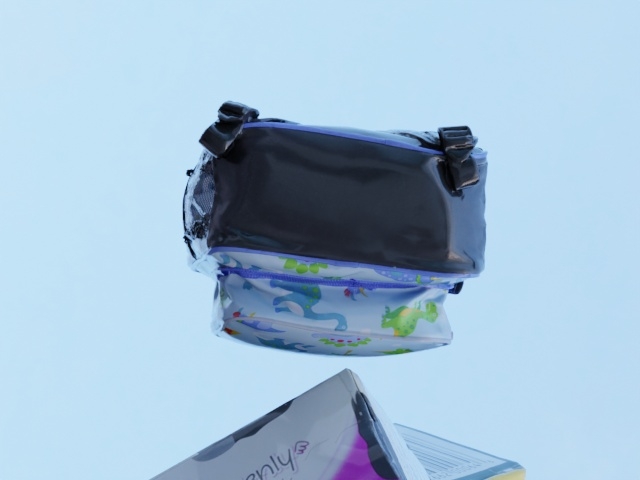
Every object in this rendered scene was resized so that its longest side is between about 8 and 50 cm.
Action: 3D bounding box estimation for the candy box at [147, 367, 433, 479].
[{"bbox_3d":[-0.006,0.163,0.658,0.159,0.233,0.071,-30,-130,4],"label":"candy box"}]

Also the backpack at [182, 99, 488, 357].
[{"bbox_3d":[0.000,0.000,0.622,0.114,0.105,0.084,171,-76,-80],"label":"backpack"}]

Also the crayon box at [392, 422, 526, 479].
[{"bbox_3d":[-0.043,0.279,0.893,0.106,0.363,0.313,15,-79,34],"label":"crayon box"}]
